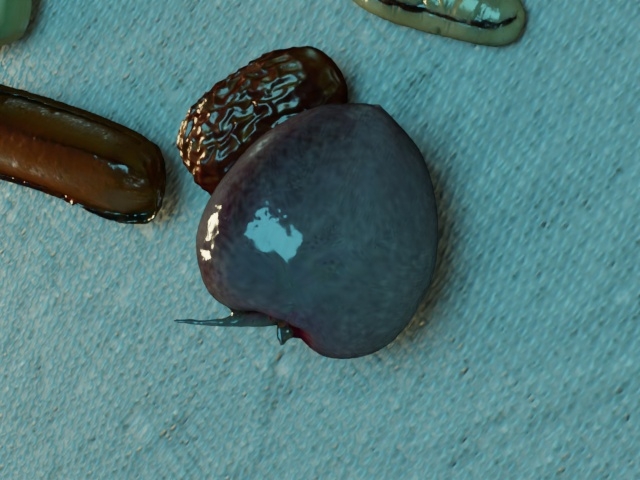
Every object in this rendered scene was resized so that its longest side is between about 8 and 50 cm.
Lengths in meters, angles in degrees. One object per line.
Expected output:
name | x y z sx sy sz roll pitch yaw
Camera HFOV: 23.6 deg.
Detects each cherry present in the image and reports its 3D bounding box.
cherry | 0.000 0.000 1.383 0.213 0.183 0.266 27 98 -11

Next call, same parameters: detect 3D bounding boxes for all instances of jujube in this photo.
jujube | -0.054 -0.116 1.477 0.176 0.109 0.112 -38 105 12

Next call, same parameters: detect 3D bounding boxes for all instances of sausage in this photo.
sausage | -0.290 -0.103 1.602 0.330 0.102 0.102 20 95 29

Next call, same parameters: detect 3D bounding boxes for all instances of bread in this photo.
bread | 0.092 -0.234 1.434 0.214 0.053 0.073 24 101 27

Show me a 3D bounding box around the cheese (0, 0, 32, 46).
cheese | -0.389 -0.319 1.668 0.137 0.064 0.227 -13 94 27
